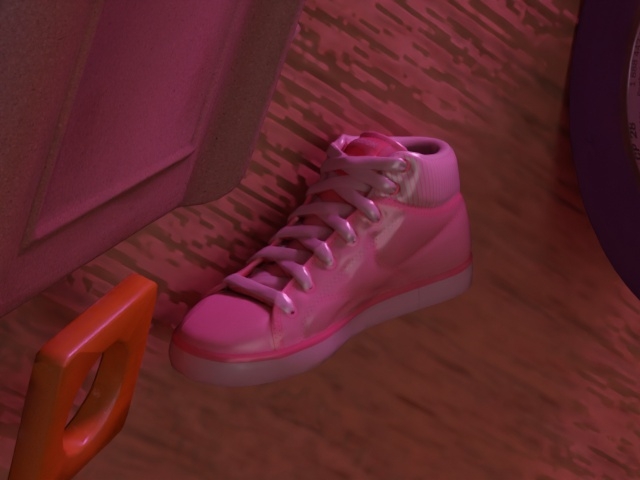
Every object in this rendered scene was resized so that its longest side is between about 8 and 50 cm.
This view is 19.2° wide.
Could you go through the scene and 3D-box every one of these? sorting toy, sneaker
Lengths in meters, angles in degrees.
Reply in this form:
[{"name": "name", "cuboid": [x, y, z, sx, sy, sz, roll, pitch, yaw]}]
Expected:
[{"name": "sorting toy", "cuboid": [-0.054, -0.078, 0.539, 0.196, 0.047, 0.347, -30, 142, -67]}, {"name": "sneaker", "cuboid": [0.000, 0.000, 0.666, 0.134, 0.051, 0.070, -22, 120, -36]}]

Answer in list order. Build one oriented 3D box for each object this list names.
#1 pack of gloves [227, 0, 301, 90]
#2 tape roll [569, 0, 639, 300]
[{"name": "pack of gloves", "cuboid": [-0.051, -0.168, 0.595, 0.195, 0.046, 0.232, -35, 124, -4]}, {"name": "tape roll", "cuboid": [0.182, -0.054, 0.690, 0.080, 0.189, 0.189, 3, 103, -35]}]
